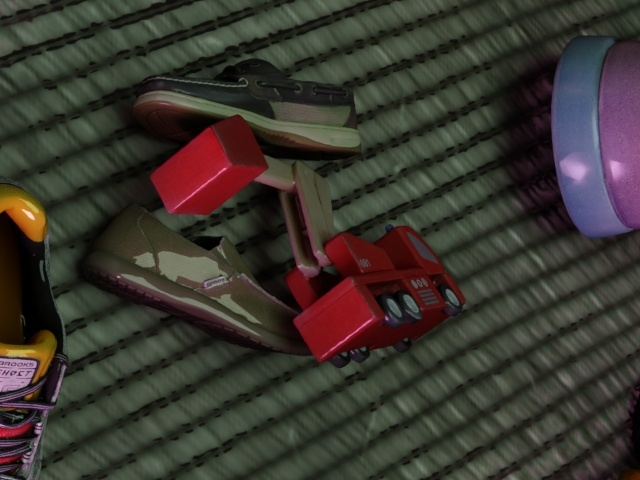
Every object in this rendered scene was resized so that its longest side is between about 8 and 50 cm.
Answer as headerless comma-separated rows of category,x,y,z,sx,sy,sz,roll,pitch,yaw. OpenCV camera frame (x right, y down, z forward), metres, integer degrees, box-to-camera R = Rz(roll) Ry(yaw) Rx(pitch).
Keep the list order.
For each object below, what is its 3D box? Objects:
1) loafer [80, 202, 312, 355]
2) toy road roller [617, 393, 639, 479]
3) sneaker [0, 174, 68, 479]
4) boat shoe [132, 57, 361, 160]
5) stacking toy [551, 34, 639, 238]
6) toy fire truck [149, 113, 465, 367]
loafer,-0.056,0.023,0.867,0.148,0.056,0.050,25,78,-31
toy road roller,0.323,0.239,1.039,0.329,0.202,0.241,33,80,-23
sneaker,-0.168,0.077,0.759,0.088,0.092,0.225,0,86,-36
boat shoe,-0.040,-0.076,0.893,0.152,0.056,0.049,10,75,-44
stacking toy,0.214,-0.153,1.079,0.279,0.130,0.309,-7,93,-62
toy fire truck,0.000,0.000,0.882,0.135,0.047,0.192,58,23,12
